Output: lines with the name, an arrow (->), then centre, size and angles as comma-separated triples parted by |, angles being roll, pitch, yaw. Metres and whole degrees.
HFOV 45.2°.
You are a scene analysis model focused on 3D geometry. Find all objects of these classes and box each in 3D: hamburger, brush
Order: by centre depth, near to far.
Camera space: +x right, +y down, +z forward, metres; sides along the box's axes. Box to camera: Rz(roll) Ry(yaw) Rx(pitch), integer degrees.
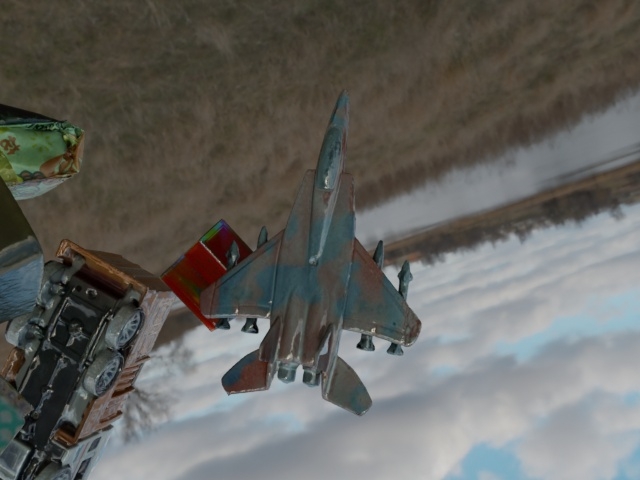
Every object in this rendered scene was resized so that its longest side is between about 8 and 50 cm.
brush -> -0.290, -0.003, 0.651 | 0.059, 0.123, 0.197 | -27, 172, -27
hamburger -> -0.501, -0.123, 1.189 | 0.235, 0.125, 0.214 | -7, 169, -46

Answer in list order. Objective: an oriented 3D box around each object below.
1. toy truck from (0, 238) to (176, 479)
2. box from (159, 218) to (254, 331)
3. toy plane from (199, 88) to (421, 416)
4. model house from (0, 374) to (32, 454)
toy truck -> -0.372, 0.208, 1.176 | 0.388, 0.173, 0.207 | -63, 166, 4
box -> -0.135, 0.051, 1.012 | 0.048, 0.112, 0.175 | -47, -172, -33
toy plane -> 0.001, 0.003, 0.777 | 0.222, 0.326, 0.104 | 7, 159, 12
model house -> -0.251, 0.067, 0.318 | 0.206, 0.178, 0.271 | -23, -148, 8
